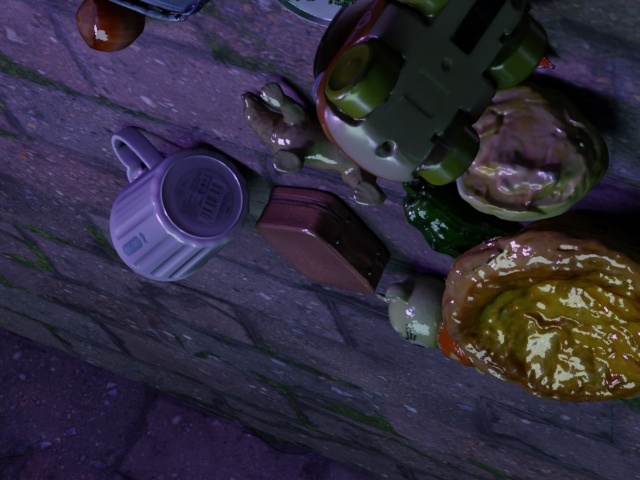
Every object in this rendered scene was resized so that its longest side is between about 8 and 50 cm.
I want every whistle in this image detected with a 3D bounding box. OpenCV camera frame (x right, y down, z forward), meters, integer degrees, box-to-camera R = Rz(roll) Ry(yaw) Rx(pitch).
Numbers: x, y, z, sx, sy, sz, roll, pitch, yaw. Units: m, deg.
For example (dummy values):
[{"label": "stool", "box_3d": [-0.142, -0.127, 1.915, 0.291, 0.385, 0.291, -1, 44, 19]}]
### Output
[{"label": "whistle", "box_3d": [0.213, 0.127, 2.101, 0.288, 0.106, 0.131, 21, 167, 15]}]

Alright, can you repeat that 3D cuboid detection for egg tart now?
[{"label": "egg tart", "box_3d": [0.309, 0.073, 1.734, 0.341, 0.129, 0.341, 13, 141, 11]}]

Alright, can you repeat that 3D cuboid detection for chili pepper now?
[{"label": "chili pepper", "box_3d": [0.194, -0.008, 1.833, 0.257, 0.074, 0.100, 28, 159, -21]}]

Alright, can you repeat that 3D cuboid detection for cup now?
[{"label": "cup", "box_3d": [-0.224, -0.053, 2.100, 0.221, 0.167, 0.202, 29, 158, -14]}]

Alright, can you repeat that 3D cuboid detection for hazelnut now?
[{"label": "hazelnut", "box_3d": [-0.248, -0.262, 1.719, 0.086, 0.086, 0.086, 23, 161, 8]}]

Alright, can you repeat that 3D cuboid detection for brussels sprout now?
[{"label": "brussels sprout", "box_3d": [0.215, -0.083, 1.496, 0.151, 0.149, 0.122, 60, -167, 24]}]

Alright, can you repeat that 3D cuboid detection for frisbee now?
[{"label": "frisbee", "box_3d": [-0.009, -0.258, 1.505, 0.110, 0.014, 0.110, 22, 160, 9]}]

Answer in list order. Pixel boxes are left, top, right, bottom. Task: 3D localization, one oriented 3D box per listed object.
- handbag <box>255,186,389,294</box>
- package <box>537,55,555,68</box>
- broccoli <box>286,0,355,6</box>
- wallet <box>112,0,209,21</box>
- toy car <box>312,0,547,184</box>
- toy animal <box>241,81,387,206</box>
[{"label": "handbag", "box_3d": [0.000, 0.000, 2.096, 0.151, 0.072, 0.193, 8, 157, 41]}, {"label": "package", "box_3d": [0.135, -0.201, 1.459, 0.200, 0.022, 0.083, 10, 155, 41]}, {"label": "broccoli", "box_3d": [-0.014, -0.289, 1.224, 0.156, 0.195, 0.195, -5, 169, -18]}, {"label": "wallet", "box_3d": [-0.183, -0.334, 1.444, 0.237, 0.075, 0.342, 24, 160, -15]}, {"label": "toy car", "box_3d": [0.070, -0.172, 1.353, 0.145, 0.235, 0.235, 37, 158, -29]}, {"label": "toy animal", "box_3d": [-0.008, -0.122, 1.778, 0.219, 0.103, 0.101, 20, -175, 4]}]
